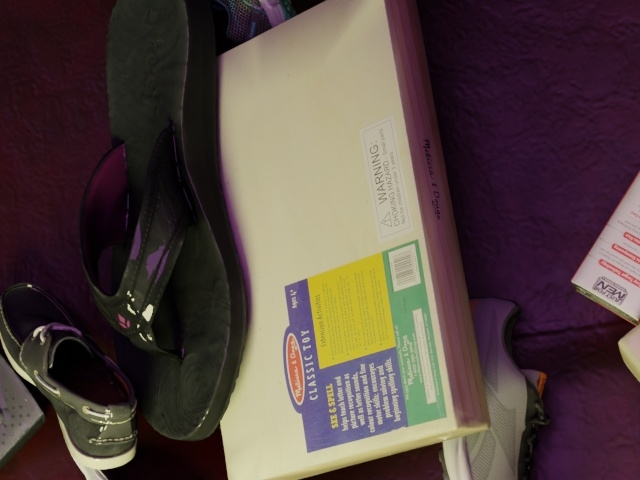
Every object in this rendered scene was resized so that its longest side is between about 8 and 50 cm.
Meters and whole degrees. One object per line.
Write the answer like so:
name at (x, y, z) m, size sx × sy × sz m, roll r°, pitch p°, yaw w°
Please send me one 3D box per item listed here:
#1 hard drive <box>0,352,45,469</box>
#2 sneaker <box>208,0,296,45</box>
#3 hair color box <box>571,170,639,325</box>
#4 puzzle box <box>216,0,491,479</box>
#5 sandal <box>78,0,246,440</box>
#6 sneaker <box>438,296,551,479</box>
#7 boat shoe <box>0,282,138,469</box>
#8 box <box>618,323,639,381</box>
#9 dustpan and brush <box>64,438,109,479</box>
hard drive at (-0.394, 0.140, 1.605) m, size 0.255 × 0.054 × 0.172 m, roll 43°, pitch 90°, yaw 19°
sneaker at (-0.092, -0.264, 1.618) m, size 0.076 × 0.065 × 0.166 m, roll -32°, pitch 69°, yaw 11°
hair color box at (0.291, -0.001, 1.464) m, size 0.072 × 0.043 × 0.141 m, roll 32°, pitch 86°, yaw 19°
puzzle box at (0.000, 0.000, 1.475) m, size 0.272 × 0.052 × 0.409 m, roll -20°, pitch 71°, yaw 39°
sandal at (-0.169, -0.033, 1.528) m, size 0.167 × 0.107 × 0.446 m, roll -20°, pitch 72°, yaw 44°
sneaker at (0.155, 0.174, 1.433) m, size 0.108 × 0.100 × 0.271 m, roll -13°, pitch 74°, yaw 6°
boat shoe at (-0.235, 0.107, 1.532) m, size 0.084 × 0.079 × 0.233 m, roll -19°, pitch 46°, yaw -26°
box at (0.398, 0.171, 1.354) m, size 0.148 × 0.121 × 0.311 m, roll -39°, pitch 71°, yaw 3°
dustpan and brush at (-0.187, 0.258, 1.520) m, size 0.147 × 0.060 × 0.211 m, roll -29°, pitch 71°, yaw 7°
